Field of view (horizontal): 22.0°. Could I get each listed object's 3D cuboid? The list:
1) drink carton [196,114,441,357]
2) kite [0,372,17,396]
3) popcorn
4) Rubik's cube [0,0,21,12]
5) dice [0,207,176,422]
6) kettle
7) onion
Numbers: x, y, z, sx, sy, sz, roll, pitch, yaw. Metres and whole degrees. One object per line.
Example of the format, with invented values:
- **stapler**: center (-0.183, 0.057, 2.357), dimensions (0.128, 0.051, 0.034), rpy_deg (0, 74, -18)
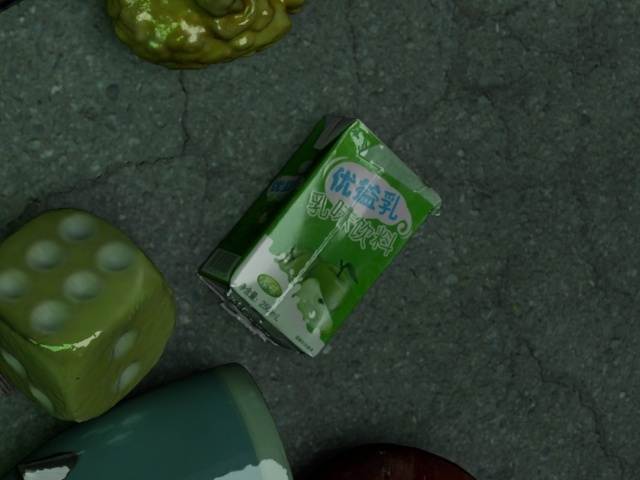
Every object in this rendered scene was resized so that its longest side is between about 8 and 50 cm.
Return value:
- **drink carton**: center (0.000, 0.000, 1.976), dimensions (0.161, 0.108, 0.271), rpy_deg (43, 80, -23)
- **kite**: center (-0.392, 0.175, 1.849), dimensions (0.137, 0.005, 0.152), rpy_deg (-1, 71, -50)
- **popcorn**: center (-0.125, -0.282, 1.833), dimensions (0.226, 0.203, 0.200), rpy_deg (23, 81, -16)
- **Rubik's cube**: center (-0.318, -0.423, 1.675), dimensions (0.304, 0.305, 0.301), rpy_deg (-33, 108, -18)
- **dice**: center (-0.272, 0.082, 1.799), dimensions (0.166, 0.169, 0.169), rpy_deg (35, 63, 20)
- **kettle**: center (-0.215, 0.331, 1.878), dimensions (0.342, 0.247, 0.319), rpy_deg (-17, 130, -14)
- **onion**: center (0.085, 0.379, 1.989), dimensions (0.276, 0.276, 0.276), rpy_deg (-3, 98, -23)
